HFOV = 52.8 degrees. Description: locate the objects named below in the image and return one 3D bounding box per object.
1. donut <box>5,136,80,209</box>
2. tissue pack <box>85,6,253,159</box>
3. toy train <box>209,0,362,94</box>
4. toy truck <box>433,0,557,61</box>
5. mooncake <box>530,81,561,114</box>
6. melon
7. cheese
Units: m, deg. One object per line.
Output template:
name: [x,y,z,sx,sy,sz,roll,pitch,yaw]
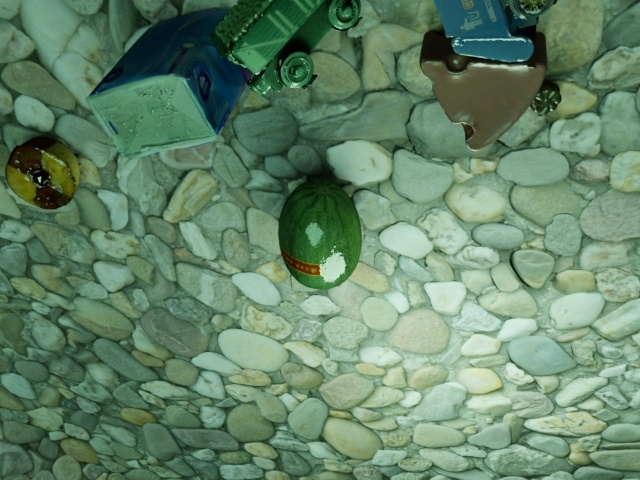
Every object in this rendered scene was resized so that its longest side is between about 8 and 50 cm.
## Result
donut: [-0.632,-0.158,1.484,0.166,0.073,0.184,23,134,-6]
tissue pack: [-0.248,-0.280,1.125,0.198,0.264,0.146,-8,130,22]
toy train: [-0.040,-0.359,1.042,0.269,0.115,0.154,-45,133,11]
toy truck: [0.235,-0.437,0.926,0.175,0.146,0.367,-9,130,29]
mooncake: [0.507,-0.304,1.050,0.150,0.057,0.347,21,143,-23]
melon: [0.000,0.000,1.385,0.182,0.182,0.288,4,135,12]
cheese: [0.272,-0.250,1.105,0.202,0.128,0.177,4,133,10]
